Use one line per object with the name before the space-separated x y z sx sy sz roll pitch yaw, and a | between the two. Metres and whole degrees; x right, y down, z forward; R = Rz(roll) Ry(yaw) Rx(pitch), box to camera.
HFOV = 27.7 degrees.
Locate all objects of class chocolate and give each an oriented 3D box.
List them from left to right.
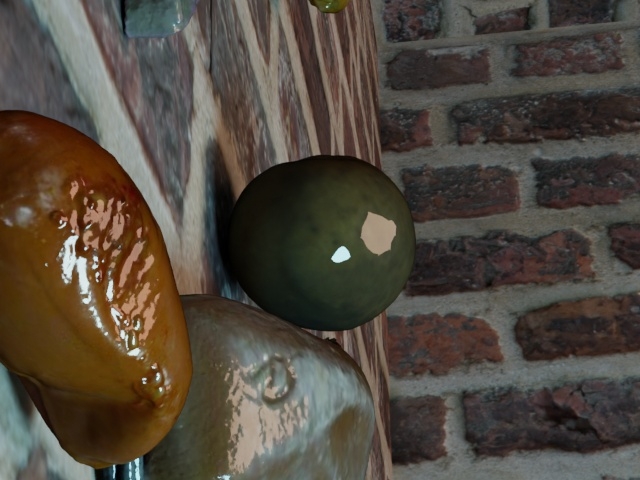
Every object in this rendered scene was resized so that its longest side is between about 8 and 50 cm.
chocolate | -0.026 0.118 0.901 0.261 0.083 0.161 23 57 -61

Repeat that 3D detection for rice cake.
rice cake | -0.104 -0.202 0.912 0.207 0.047 0.036 -89 157 -51

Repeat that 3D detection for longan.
longan | 0.000 0.000 1.140 0.187 0.167 0.168 42 43 -63

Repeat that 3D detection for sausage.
sausage | -0.105 0.024 0.561 0.089 0.089 0.179 -87 168 -50

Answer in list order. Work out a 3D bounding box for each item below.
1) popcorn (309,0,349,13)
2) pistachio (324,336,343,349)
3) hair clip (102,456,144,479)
popcorn | 0.024 -0.425 1.512 0.332 0.225 0.265 110 -2 -47
pistachio | 0.008 0.205 1.586 0.089 0.049 0.173 3 84 -59
hair clip | -0.092 0.189 0.720 0.048 0.083 0.275 -45 123 -75
